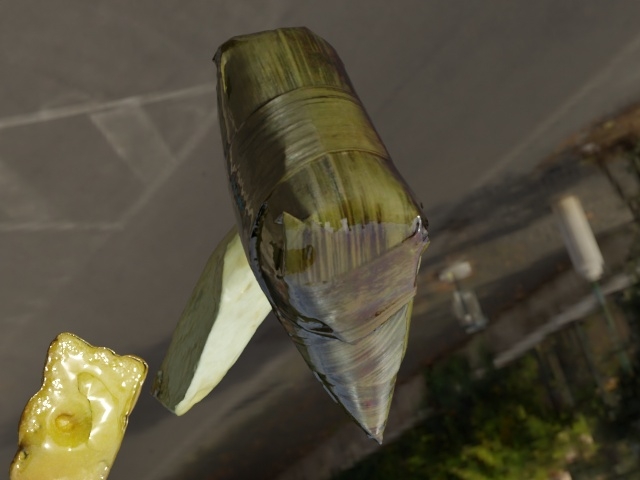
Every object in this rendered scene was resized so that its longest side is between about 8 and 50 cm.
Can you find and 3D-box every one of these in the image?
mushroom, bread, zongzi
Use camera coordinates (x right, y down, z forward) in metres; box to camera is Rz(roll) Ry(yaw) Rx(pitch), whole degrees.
[{"bbox_3d":[-0.077,0.038,1.475,0.333,0.087,0.107,-51,137,-11],"label":"mushroom"},{"bbox_3d":[-0.353,0.255,1.926,0.161,0.233,0.088,25,164,-26],"label":"bread"},{"bbox_3d":[0.000,0.000,1.164,0.138,0.286,0.300,-17,136,-6],"label":"zongzi"}]
